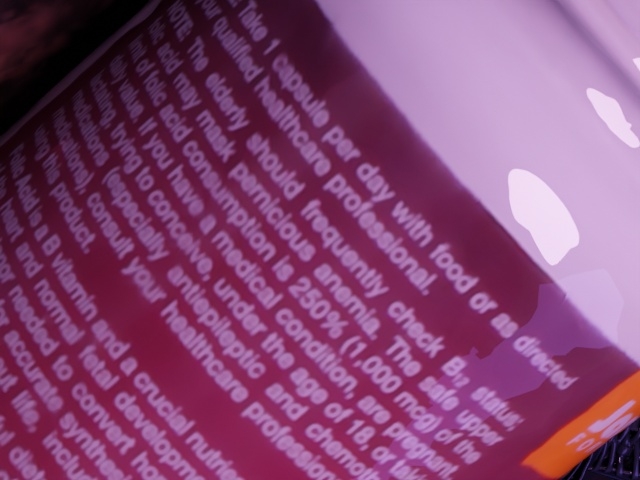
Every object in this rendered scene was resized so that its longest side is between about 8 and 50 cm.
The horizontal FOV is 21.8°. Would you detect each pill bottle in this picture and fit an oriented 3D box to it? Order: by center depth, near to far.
[{"bbox_3d":[-0.003,0.013,0.598,0.392,0.224,0.224,-40,160,12],"label":"pill bottle"}]

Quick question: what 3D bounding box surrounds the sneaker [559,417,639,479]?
[{"bbox_3d":[0.221,0.162,1.251,0.163,0.226,0.086,-37,146,-74],"label":"sneaker"}]
